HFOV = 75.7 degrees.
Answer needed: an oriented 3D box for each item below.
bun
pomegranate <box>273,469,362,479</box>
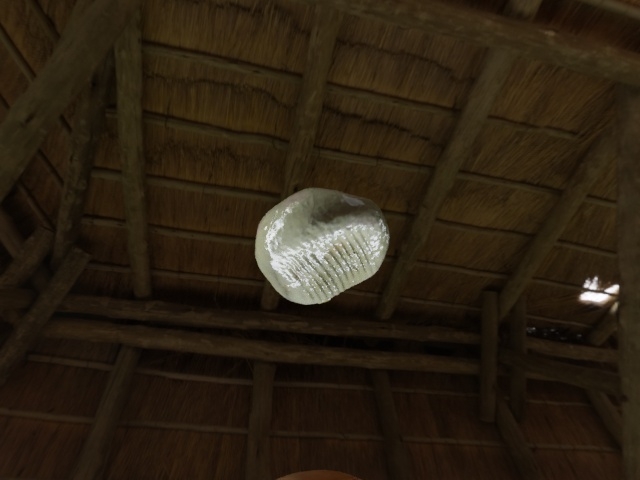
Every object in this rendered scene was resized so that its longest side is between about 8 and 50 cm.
[{"bbox_3d":[0.000,0.000,1.044,0.361,0.361,0.213,-19,-128,-14],"label":"bun"},{"bbox_3d":[-0.025,0.328,0.355,0.270,0.229,0.252,45,-146,-1],"label":"pomegranate"}]
